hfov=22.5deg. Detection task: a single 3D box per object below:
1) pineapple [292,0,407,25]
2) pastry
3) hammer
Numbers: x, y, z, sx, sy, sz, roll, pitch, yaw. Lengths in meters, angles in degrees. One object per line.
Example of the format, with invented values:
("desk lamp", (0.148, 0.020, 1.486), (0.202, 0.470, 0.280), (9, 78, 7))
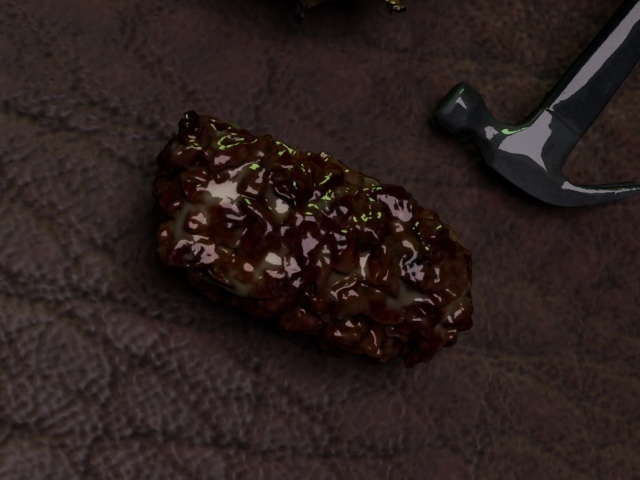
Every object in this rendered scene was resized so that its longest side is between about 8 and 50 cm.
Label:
("pineapple", (-0.001, -0.231, 0.991), (0.224, 0.076, 0.225), (5, 77, -22))
("pastry", (-0.001, 0.002, 0.926), (0.208, 0.097, 0.115), (25, 80, -15))
("hammer", (0.213, -0.145, 1.016), (0.137, 0.037, 0.290), (40, 90, -12))
